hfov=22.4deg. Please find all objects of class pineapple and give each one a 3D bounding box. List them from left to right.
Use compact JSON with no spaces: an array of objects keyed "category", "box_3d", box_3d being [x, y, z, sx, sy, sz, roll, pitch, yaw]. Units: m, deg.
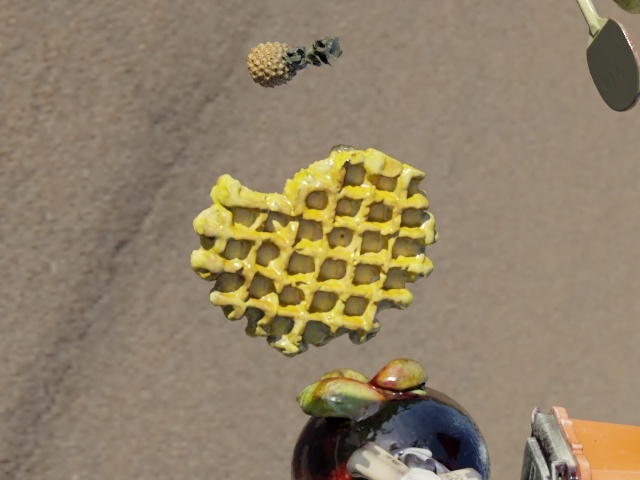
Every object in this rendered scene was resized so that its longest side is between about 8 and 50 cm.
[{"category":"pineapple","box_3d":[-0.028,-0.215,1.868,0.058,0.124,0.058,18,65,-44]}]

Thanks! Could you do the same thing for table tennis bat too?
[{"category":"table tennis bat","box_3d":[0.302,-0.210,1.717,0.013,0.087,0.156,-13,69,-20]}]

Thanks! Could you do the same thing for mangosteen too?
[{"category":"mangosteen","box_3d":[0.090,0.298,2.180,0.288,0.288,0.288,22,63,-54]}]

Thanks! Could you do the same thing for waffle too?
[{"category":"waffle","box_3d":[0.000,0.000,1.678,0.249,0.253,0.056,46,4,-26]}]

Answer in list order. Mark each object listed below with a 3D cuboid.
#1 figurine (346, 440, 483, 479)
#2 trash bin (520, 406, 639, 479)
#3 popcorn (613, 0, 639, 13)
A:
[{"category":"figurine","box_3d":[0.082,0.327,1.618,0.145,0.145,0.222,0,106,-58]},{"category":"trash bin","box_3d":[0.343,0.276,1.779,0.184,0.239,0.161,-106,-162,-66]},{"category":"popcorn","box_3d":[0.347,-0.279,1.363,0.235,0.217,0.181,63,33,-37]}]
